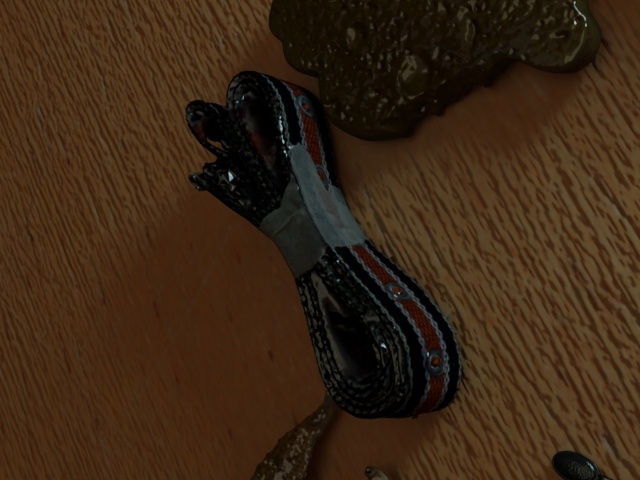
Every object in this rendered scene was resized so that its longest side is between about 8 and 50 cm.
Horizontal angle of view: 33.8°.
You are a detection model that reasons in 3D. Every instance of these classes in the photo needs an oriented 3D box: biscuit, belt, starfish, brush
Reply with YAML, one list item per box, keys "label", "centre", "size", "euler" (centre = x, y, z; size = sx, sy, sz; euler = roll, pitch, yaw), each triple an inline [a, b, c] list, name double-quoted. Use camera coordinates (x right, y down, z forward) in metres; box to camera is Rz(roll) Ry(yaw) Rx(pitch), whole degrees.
- label: "biscuit"
  centre: [0.088, -0.181, 0.913]
  size: [0.319, 0.047, 0.183]
  euler: [0, 90, 37]
- label: "belt"
  centre: [0.000, 0.000, 0.929]
  size: [0.126, 0.094, 0.359]
  euler: [-45, 62, 22]
- label: "starfish"
  centre: [-0.058, 0.297, 0.959]
  size: [0.302, 0.060, 0.299]
  euler: [-14, 79, 35]
- label: "brush"
  centre: [0.214, 0.182, 0.804]
  size: [0.083, 0.008, 0.024]
  euler: [19, 93, 36]
